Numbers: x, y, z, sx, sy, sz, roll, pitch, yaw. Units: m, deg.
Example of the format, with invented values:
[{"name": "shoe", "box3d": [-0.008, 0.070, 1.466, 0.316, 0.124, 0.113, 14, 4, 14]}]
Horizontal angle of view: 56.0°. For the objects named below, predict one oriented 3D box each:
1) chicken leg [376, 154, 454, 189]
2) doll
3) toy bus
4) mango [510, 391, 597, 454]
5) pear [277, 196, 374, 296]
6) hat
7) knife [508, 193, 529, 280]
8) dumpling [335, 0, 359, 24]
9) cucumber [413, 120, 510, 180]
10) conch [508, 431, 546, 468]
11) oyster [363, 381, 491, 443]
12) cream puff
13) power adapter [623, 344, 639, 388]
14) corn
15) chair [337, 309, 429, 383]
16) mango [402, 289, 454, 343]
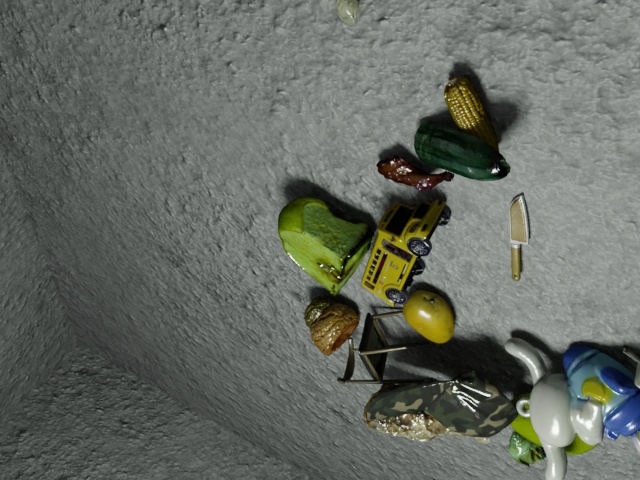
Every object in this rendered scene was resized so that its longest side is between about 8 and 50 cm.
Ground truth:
[{"name": "chicken leg", "box3d": [0.222, -0.156, 1.424, 0.205, 0.053, 0.093, 15, 151, 25]}, {"name": "doll", "box3d": [0.685, 0.411, 1.539, 0.366, 0.187, 0.375, -19, 96, 34]}, {"name": "toy bus", "box3d": [0.211, 0.022, 1.557, 0.151, 0.145, 0.331, 29, 142, 12]}, {"name": "mango", "box3d": [0.661, 0.515, 1.723, 0.273, 0.149, 0.185, 9, 141, 37]}, {"name": "pear", "box3d": [0.000, 0.000, 1.694, 0.256, 0.164, 0.238, 33, 153, 13]}, {"name": "hat", "box3d": [0.344, 0.503, 1.753, 0.257, 0.382, 0.366, 59, -178, 22]}, {"name": "knife", "box3d": [0.473, -0.004, 1.428, 0.046, 0.022, 0.256, 17, 134, 37]}, {"name": "dumpling", "box3d": [0.050, -0.485, 1.240, 0.059, 0.043, 0.077, 20, 148, 55]}, {"name": "cucumber", "box3d": [0.294, -0.175, 1.271, 0.115, 0.063, 0.244, 54, 168, -31]}, {"name": "conch", "box3d": [0.666, 0.682, 1.953, 0.095, 0.079, 0.201, -29, 127, 36]}, {"name": "oyster", "box3d": [0.343, 0.531, 1.933, 0.397, 0.204, 0.111, 5, 140, 10]}, {"name": "cream puff", "box3d": [0.017, 0.259, 1.951, 0.169, 0.183, 0.183, 41, 145, 19]}, {"name": "power adapter", "box3d": [0.809, 0.299, 1.401, 0.205, 0.125, 0.130, 37, 143, -2]}, {"name": "corn", "box3d": [0.316, -0.251, 1.256, 0.068, 0.068, 0.207, -8, 123, 42]}, {"name": "chair", "box3d": [0.170, 0.334, 1.839, 0.272, 0.188, 0.166, -13, 122, 24]}, {"name": "mango", "box3d": [0.315, 0.222, 1.729, 0.137, 0.098, 0.195, -1, 136, 35]}]
